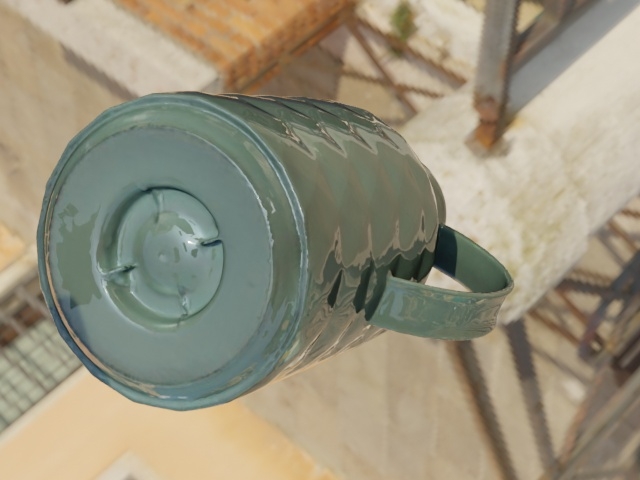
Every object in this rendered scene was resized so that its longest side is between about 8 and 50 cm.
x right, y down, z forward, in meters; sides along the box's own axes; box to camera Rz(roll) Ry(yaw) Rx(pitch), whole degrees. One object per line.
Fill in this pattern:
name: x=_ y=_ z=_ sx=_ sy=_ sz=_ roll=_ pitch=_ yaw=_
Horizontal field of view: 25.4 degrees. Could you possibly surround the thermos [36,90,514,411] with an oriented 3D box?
thermos: x=0.000 y=0.000 z=0.745 sx=0.182 sy=0.286 sz=0.145 roll=29 pitch=107 yaw=21
